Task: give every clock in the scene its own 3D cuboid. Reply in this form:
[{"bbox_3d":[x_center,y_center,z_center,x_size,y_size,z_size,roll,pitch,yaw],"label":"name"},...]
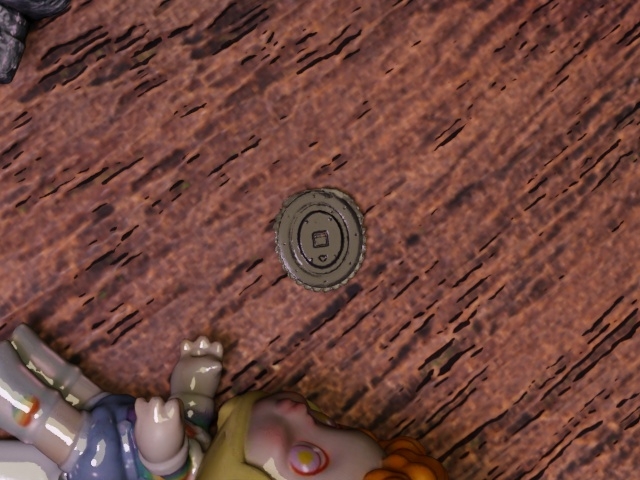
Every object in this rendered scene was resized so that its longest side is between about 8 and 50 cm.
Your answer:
[{"bbox_3d":[0.000,0.000,1.560,0.074,0.010,0.083,-7,89,-7],"label":"clock"}]

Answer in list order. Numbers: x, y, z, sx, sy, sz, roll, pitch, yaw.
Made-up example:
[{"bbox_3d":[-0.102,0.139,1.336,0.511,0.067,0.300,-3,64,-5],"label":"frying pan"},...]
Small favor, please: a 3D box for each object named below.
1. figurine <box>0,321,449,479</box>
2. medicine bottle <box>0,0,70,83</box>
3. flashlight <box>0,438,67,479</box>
[{"bbox_3d":[-0.079,0.187,1.491,0.381,0.224,0.205,30,106,17],"label":"figurine"},{"bbox_3d":[-0.227,-0.269,1.473,0.141,0.141,0.293,21,87,-6],"label":"medicine bottle"},{"bbox_3d":[-0.293,0.178,1.503,0.200,0.047,0.093,7,86,-6],"label":"flashlight"}]
